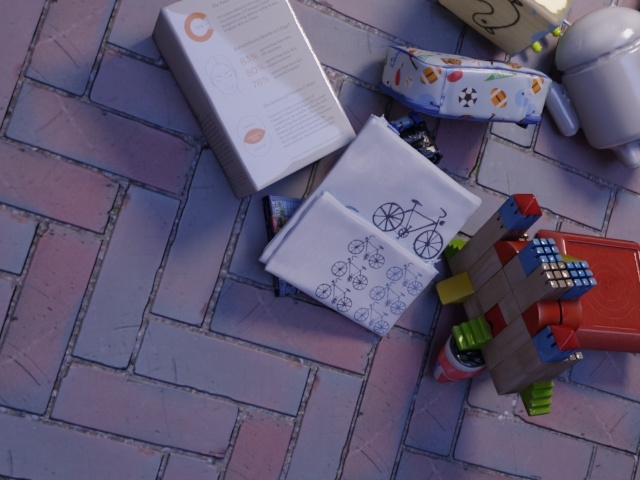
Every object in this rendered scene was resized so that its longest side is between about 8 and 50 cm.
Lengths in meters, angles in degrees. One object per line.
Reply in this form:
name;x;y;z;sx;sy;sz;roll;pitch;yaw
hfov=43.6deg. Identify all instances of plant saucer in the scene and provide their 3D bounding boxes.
plant saucer;0.590;0.100;1.670;0.258;0.048;0.259;7;67;-19

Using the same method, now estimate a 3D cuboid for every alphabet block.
alphabet block;0.381;-0.509;1.546;0.197;0.192;0.193;34;76;-9

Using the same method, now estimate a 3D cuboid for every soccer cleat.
soccer cleat;0.359;0.202;1.622;0.318;0.116;0.108;-18;65;-33

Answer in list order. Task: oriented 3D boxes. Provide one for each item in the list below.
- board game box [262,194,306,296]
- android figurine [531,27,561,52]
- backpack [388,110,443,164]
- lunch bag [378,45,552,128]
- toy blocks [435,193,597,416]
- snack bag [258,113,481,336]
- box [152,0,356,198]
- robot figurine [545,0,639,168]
board game box;0.000;0.000;1.525;0.194;0.060;0.194;-8;90;-17
android figurine;0.402;-0.523;1.680;0.248;0.056;0.273;-37;97;-16
backpack;0.126;-0.156;1.529;0.173;0.158;0.117;-26;87;-5
lunch bag;0.277;-0.300;1.542;0.303;0.243;0.115;5;108;-18
toy blocks;0.379;0.095;1.458;0.191;0.261;0.381;-1;59;-26
snack bag;0.108;-0.015;1.472;0.323;0.037;0.342;34;100;-30
box;-0.122;-0.279;1.442;0.215;0.168;0.345;-29;97;-16
robot figurine;0.615;-0.328;1.659;0.300;0.200;0.353;-23;99;12
